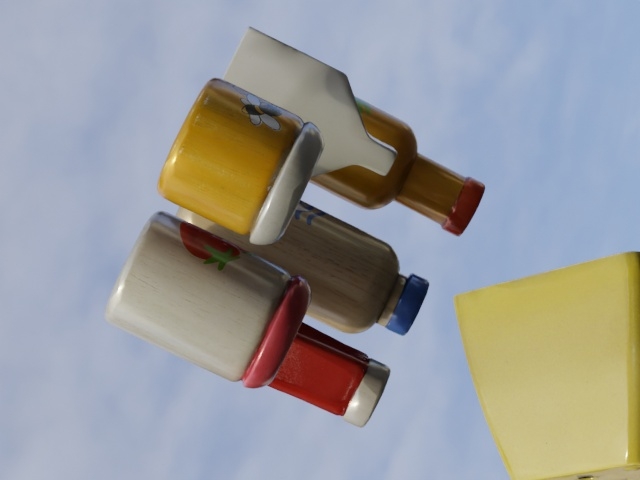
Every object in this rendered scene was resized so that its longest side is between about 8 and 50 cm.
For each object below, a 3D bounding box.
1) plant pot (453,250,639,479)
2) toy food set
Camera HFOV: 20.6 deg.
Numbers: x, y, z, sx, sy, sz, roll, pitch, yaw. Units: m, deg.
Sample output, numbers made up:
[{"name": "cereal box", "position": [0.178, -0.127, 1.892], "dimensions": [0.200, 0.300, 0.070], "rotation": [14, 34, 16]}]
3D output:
[{"name": "plant pot", "position": [0.274, 0.141, 1.673], "dimensions": [0.212, 0.212, 0.187], "rotation": [18, -116, -45]}, {"name": "toy food set", "position": [0.000, 0.000, 0.611], "dimensions": [0.111, 0.105, 0.232], "rotation": [-64, 1, 4]}]
